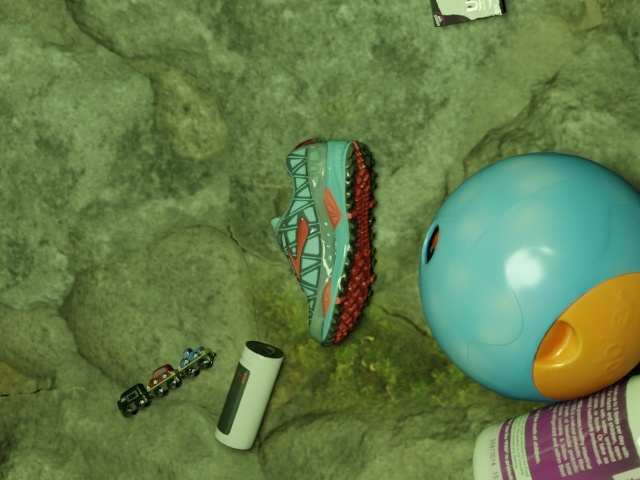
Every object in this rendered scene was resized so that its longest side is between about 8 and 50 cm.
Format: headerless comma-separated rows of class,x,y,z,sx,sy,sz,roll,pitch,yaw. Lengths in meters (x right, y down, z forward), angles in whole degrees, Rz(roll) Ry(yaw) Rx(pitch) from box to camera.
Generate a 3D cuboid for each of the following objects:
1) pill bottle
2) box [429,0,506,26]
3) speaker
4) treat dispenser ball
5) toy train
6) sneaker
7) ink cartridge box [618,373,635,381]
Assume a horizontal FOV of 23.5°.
pill bottle,0.344,0.253,1.789,0.301,0.169,0.169,-24,97,26
box,0.173,-0.292,1.834,0.083,0.052,0.062,-9,99,14
speaker,-0.092,0.199,1.997,0.055,0.055,0.136,21,106,6
treat dispenser ball,0.256,0.041,1.768,0.288,0.288,0.288,2,103,11
toy train,-0.204,0.182,2.032,0.158,0.027,0.036,-33,83,17
sneaker,0.000,0.000,1.926,0.125,0.104,0.261,9,100,28
ink cartridge box,0.496,0.329,1.875,0.324,0.071,0.330,8,104,20
